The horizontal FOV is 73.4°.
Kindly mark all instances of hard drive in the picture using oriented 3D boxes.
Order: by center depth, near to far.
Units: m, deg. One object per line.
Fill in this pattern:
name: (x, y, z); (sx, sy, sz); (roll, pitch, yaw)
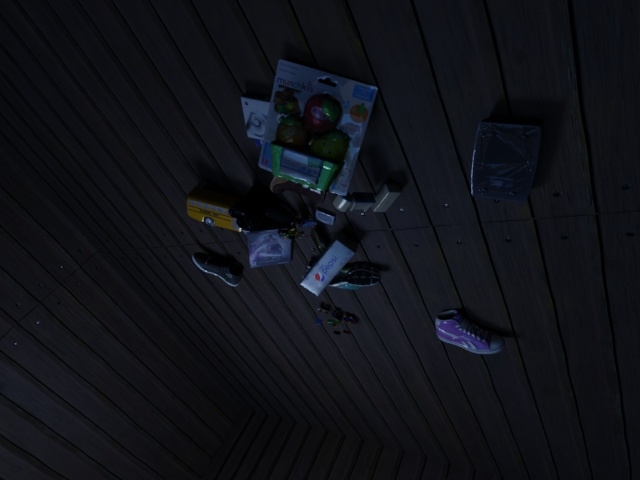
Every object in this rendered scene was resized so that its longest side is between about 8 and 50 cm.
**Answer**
hard drive: (0.527, -0.229, 1.229); (0.171, 0.054, 0.255); (12, 137, 24)

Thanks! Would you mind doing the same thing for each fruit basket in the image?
fruit basket: (-0.024, -0.348, 1.360); (0.326, 0.165, 0.353); (20, 119, 7)

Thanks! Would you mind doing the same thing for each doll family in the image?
doll family: (-0.103, -0.054, 1.784); (0.193, 0.111, 0.076); (-45, 57, 32)

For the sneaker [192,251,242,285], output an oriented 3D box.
sneaker: (-0.543, 0.126, 2.314); (0.295, 0.105, 0.147); (33, 140, -9)

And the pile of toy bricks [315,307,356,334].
pile of toy bricks: (0.074, 0.416, 2.202); (0.212, 0.118, 0.105); (11, 170, 12)

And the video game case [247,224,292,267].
video game case: (-0.228, 0.030, 1.950); (0.195, 0.026, 0.274); (-6, 144, -10)

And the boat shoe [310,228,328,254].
boat shoe: (0.000, 0.000, 1.841); (0.056, 0.049, 0.152); (35, 157, 42)

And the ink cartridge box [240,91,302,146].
ink cartridge box: (-0.166, -0.402, 1.532); (0.223, 0.045, 0.224); (16, 139, 20)

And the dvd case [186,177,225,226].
dvd case: (-0.519, -0.174, 2.030); (0.179, 0.030, 0.238); (45, 140, -15)

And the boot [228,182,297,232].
boot: (-0.238, -0.099, 1.773); (0.246, 0.207, 0.094); (41, 141, -11)

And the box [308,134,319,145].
box: (-0.004, -0.295, 1.537); (0.105, 0.043, 0.179); (31, 144, 3)

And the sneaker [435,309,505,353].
sneaker: (0.610, 0.370, 1.772); (0.281, 0.102, 0.161); (6, 131, 30)

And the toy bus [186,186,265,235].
toy bus: (-0.415, -0.128, 1.907); (0.332, 0.108, 0.130); (15, 126, 5)

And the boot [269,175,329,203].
boot: (-0.082, -0.194, 1.626); (0.206, 0.090, 0.248); (34, 160, 0)

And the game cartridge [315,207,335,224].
game cartridge: (0.019, -0.095, 1.753); (0.083, 0.017, 0.056); (24, 137, 12)

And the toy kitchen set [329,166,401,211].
toy kitchen set: (0.145, -0.201, 1.504); (0.206, 0.166, 0.122); (-2, 151, -25)

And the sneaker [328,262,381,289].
sneaker: (0.155, 0.166, 1.892); (0.275, 0.107, 0.110); (-7, 149, 41)

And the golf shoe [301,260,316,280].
golf shoe: (-0.035, 0.139, 2.007); (0.198, 0.077, 0.094); (-20, 85, 60)

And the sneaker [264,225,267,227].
sneaker: (-0.232, -0.024, 1.991); (0.043, 0.040, 0.109); (26, 141, 35)

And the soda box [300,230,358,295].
soda box: (0.035, 0.099, 1.810); (0.098, 0.091, 0.286); (35, 120, -5)
